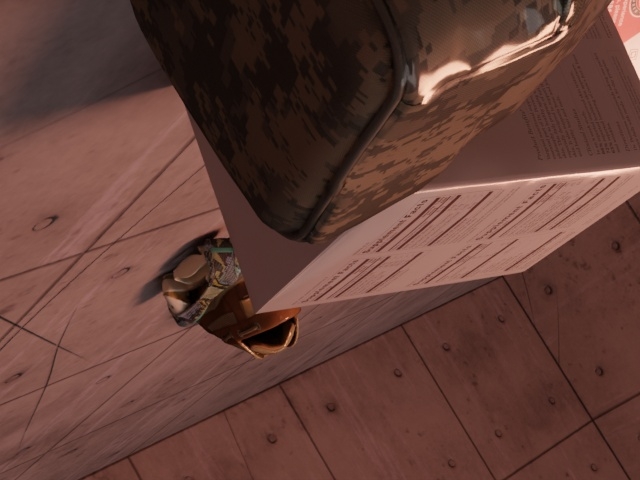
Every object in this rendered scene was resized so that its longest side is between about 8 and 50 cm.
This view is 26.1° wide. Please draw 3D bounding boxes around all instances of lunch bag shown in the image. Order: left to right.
[{"bbox_3d":[0.057,-0.160,0.712,0.256,0.213,0.305,-27,170,-18],"label":"lunch bag"}]

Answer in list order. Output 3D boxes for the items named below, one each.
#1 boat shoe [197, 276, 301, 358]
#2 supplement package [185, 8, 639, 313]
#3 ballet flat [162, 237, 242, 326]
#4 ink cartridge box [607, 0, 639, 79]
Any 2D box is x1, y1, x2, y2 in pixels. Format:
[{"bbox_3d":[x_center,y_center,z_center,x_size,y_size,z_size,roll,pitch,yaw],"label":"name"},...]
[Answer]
[{"bbox_3d":[-0.092,0.104,1.854,0.122,0.120,0.324,-29,170,-11],"label":"boat shoe"},{"bbox_3d":[0.073,-0.088,1.017,0.262,0.199,0.198,-7,159,-34],"label":"supplement package"},{"bbox_3d":[-0.149,0.046,1.608,0.070,0.070,0.188,-23,165,-40],"label":"ballet flat"},{"bbox_3d":[0.305,-0.197,1.161,0.272,0.114,0.197,-14,134,-22],"label":"ink cartridge box"}]
